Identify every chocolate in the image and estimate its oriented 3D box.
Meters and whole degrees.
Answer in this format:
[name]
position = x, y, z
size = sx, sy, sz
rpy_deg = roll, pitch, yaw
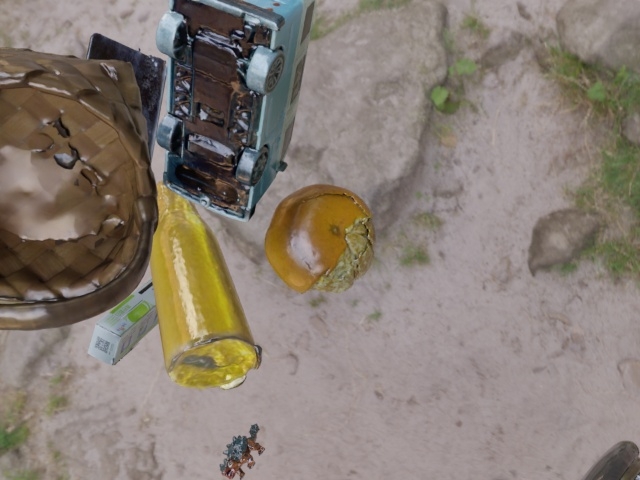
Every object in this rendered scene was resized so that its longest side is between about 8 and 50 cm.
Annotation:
[chocolate]
position = -0.232, 0.060, 1.298
size = 0.162, 0.162, 0.445
rpy_deg = -32, 49, 12

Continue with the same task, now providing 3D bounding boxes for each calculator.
[calculator]
position = -0.366, -0.237, 1.279
size = 0.021, 0.161, 0.262
rpy_deg = -11, 67, 48

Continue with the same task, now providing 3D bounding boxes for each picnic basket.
[picnic basket]
position = -0.331, -0.023, 0.790
size = 0.292, 0.337, 0.337
rpy_deg = 2, 66, -14

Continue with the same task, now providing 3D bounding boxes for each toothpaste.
[toothpaste]
position = -0.387, 0.154, 1.552
size = 0.067, 0.336, 0.081
rpy_deg = 26, 115, 6

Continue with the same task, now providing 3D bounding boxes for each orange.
[orange]
position = 0.000, 0.000, 0.950
size = 0.134, 0.156, 0.157
rpy_deg = -15, 54, 69

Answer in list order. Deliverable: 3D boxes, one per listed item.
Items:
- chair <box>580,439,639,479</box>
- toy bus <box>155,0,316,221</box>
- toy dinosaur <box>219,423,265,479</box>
[chair]
position = 0.417, 0.474, 0.781
size = 0.410, 0.362, 0.365
rpy_deg = 39, 116, 29
[toy bus]
position = -0.092, -0.174, 0.811
size = 0.133, 0.271, 0.165
rpy_deg = 24, 45, 9
[toy dinosaur]
position = -0.126, 0.341, 1.137
size = 0.055, 0.154, 0.049
rpy_deg = 37, 108, 1
